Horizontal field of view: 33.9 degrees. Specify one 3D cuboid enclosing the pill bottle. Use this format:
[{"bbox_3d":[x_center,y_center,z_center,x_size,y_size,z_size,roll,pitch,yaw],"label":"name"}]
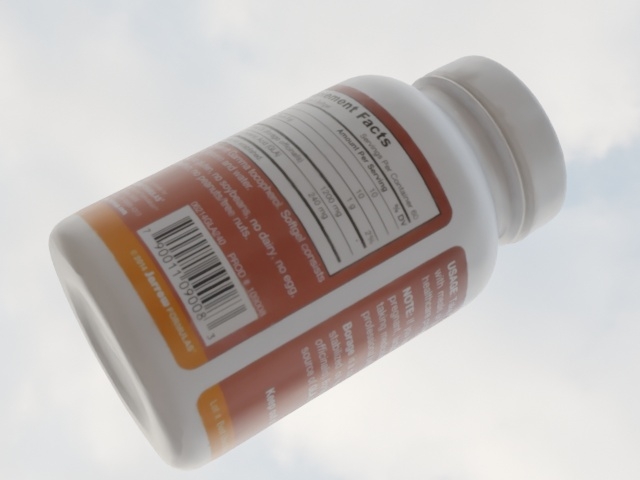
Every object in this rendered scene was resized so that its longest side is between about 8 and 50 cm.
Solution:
[{"bbox_3d":[0.000,0.000,0.476,0.216,0.121,0.121,-28,-102,-19],"label":"pill bottle"}]
